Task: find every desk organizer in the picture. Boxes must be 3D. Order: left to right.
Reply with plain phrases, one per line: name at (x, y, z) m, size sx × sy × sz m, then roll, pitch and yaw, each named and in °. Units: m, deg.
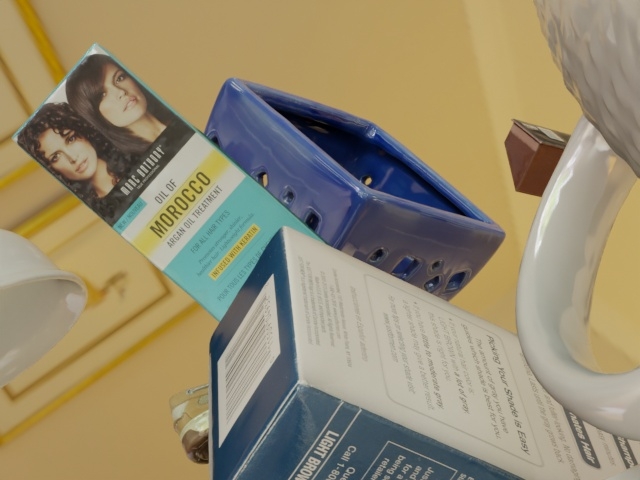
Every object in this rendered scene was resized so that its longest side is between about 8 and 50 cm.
desk organizer at (0.220, -0.065, 1.156) m, size 0.130 × 0.050 × 0.047 m, roll 10°, pitch 25°, yaw -34°

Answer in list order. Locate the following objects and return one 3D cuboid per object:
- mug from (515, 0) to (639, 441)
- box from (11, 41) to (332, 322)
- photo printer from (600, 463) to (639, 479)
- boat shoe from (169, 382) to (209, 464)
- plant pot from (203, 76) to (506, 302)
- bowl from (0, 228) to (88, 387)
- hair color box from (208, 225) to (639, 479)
mug at (0.207, -0.083, 0.556) m, size 0.276 × 0.374 × 0.328 m, roll 28°, pitch 9°, yaw -19°
box at (-0.109, -0.033, 0.994) m, size 0.244 × 0.100 × 0.060 m, roll 41°, pitch 1°, yaw -2°
photo printer at (0.100, 0.256, 0.568) m, size 0.107 × 0.256 × 0.307 m, roll 36°, pitch -55°, yaw 38°
boat shoe at (-0.032, 0.114, 1.060) m, size 0.068 × 0.190 × 0.072 m, roll 95°, pitch -27°, yaw -48°
plant pot at (0.000, 0.000, 1.295) m, size 0.236 × 0.212 × 0.236 m, roll 11°, pitch 25°, yaw -48°
bowl at (-0.395, 0.073, 1.306) m, size 0.134 × 0.298 × 0.298 m, roll 55°, pitch -14°, yaw 14°
hair color box at (0.107, 0.137, 0.783) m, size 0.347 × 0.105 × 0.174 m, roll 25°, pitch 24°, yaw -17°
